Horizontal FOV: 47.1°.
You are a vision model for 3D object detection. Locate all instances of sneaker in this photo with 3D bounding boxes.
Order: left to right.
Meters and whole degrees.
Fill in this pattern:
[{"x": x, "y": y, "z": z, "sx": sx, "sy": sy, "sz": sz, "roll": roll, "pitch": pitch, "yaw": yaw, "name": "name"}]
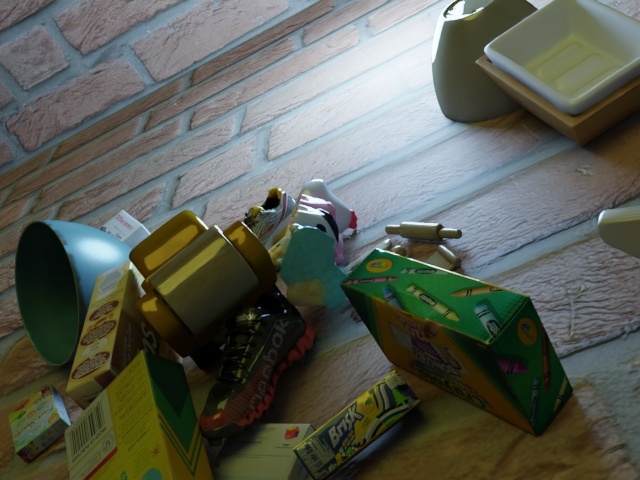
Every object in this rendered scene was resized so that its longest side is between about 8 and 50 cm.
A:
[{"x": -0.108, "y": 0.178, "z": 1.102, "sx": 0.097, "sy": 0.135, "sz": 0.276, "roll": -8, "pitch": 28, "yaw": 35, "name": "sneaker"}, {"x": -0.135, "y": -0.018, "z": 1.494, "sx": 0.088, "sy": 0.093, "sz": 0.225, "roll": 4, "pitch": 47, "yaw": 46, "name": "sneaker"}]

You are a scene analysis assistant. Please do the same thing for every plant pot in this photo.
[{"x": -0.476, "y": 0.095, "z": 1.518, "sx": 0.195, "sy": 0.290, "sz": 0.290, "roll": -9, "pitch": 9, "yaw": -43, "name": "plant pot"}, {"x": 0.343, "y": -0.405, "z": 1.513, "sx": 0.284, "sy": 0.191, "sz": 0.284, "roll": -24, "pitch": 31, "yaw": 16, "name": "plant pot"}]

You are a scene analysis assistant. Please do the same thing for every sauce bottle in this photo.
[{"x": -0.061, "y": 0.009, "z": 1.436, "sx": 0.128, "sy": 0.042, "sz": 0.042, "roll": -42, "pitch": 31, "yaw": -18, "name": "sauce bottle"}]

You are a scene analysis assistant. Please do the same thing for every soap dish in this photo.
[{"x": 0.450, "y": -0.303, "z": 1.292, "sx": 0.229, "sy": 0.118, "sz": 0.291, "roll": -34, "pitch": 41, "yaw": -1, "name": "soap dish"}]

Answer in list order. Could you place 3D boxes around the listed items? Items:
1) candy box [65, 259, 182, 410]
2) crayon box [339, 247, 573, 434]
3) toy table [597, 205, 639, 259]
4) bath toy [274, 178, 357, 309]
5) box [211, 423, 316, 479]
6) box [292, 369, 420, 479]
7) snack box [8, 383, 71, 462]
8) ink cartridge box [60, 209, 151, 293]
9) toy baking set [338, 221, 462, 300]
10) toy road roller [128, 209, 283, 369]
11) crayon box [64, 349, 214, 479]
[{"x": -0.323, "y": 0.194, "z": 1.271, "sx": 0.087, "sy": 0.183, "sz": 0.316, "roll": -27, "pitch": 30, "yaw": 10, "name": "candy box"}, {"x": 0.165, "y": 0.119, "z": 0.939, "sx": 0.081, "sy": 0.165, "sz": 0.278, "roll": -44, "pitch": 31, "yaw": -19, "name": "crayon box"}, {"x": 0.456, "y": 0.022, "z": 0.813, "sx": 0.252, "sy": 0.161, "sz": 0.274, "roll": -15, "pitch": 33, "yaw": 28, "name": "toy table"}, {"x": 0.000, "y": 0.000, "z": 1.281, "sx": 0.348, "sy": 0.129, "sz": 0.151, "roll": -81, "pitch": 14, "yaw": -69, "name": "bath toy"}, {"x": -0.096, "y": 0.334, "z": 0.996, "sx": 0.145, "sy": 0.038, "sz": 0.186, "roll": -10, "pitch": 38, "yaw": 34, "name": "box"}, {"x": 0.048, "y": 0.242, "z": 0.954, "sx": 0.169, "sy": 0.059, "sz": 0.054, "roll": -36, "pitch": 72, "yaw": -8, "name": "box"}, {"x": -0.535, "y": 0.344, "z": 1.397, "sx": 0.100, "sy": 0.037, "sz": 0.141, "roll": -40, "pitch": 31, "yaw": -11, "name": "snack box"}, {"x": -0.508, "y": 0.050, "z": 1.737, "sx": 0.237, "sy": 0.100, "sz": 0.172, "roll": -42, "pitch": 32, "yaw": -15, "name": "ink cartridge box"}, {"x": 0.115, "y": 0.037, "z": 1.240, "sx": 0.256, "sy": 0.030, "sz": 0.197, "roll": 11, "pitch": 51, "yaw": 50, "name": "toy baking set"}, {"x": -0.218, "y": 0.052, "z": 1.235, "sx": 0.202, "sy": 0.329, "sz": 0.240, "roll": -40, "pitch": 76, "yaw": -12, "name": "toy road roller"}, {"x": -0.245, "y": 0.334, "z": 0.991, "sx": 0.202, "sy": 0.081, "sz": 0.319, "roll": -45, "pitch": 42, "yaw": 16, "name": "crayon box"}]
